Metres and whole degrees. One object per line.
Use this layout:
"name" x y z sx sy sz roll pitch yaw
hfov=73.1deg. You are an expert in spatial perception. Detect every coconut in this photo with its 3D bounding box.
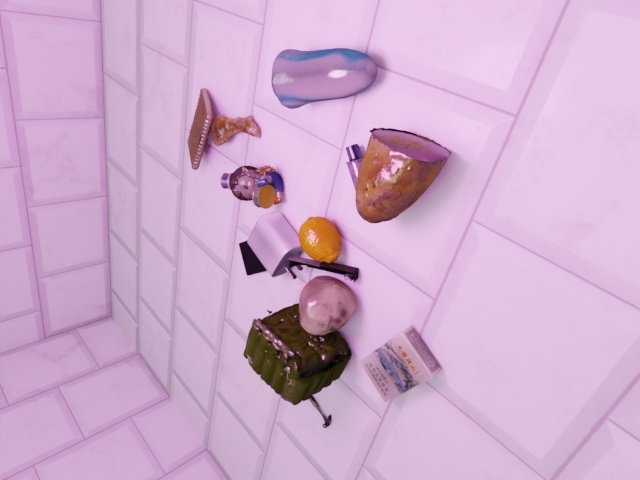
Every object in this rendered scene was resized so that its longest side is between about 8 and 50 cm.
"coconut" 0.020 0.226 1.527 0.224 0.224 0.224 17 115 42

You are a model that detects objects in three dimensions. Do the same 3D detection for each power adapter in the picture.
"power adapter" -0.160 0.039 1.711 0.255 0.124 0.187 53 134 20

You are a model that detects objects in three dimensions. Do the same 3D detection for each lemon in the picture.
"lemon" 0.000 0.000 1.523 0.187 0.142 0.142 57 135 13

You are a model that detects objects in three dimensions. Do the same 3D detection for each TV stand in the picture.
"TV stand" 0.009 0.100 1.553 0.256 0.049 0.040 11 112 22

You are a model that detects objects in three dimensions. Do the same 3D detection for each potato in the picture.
"potato" 0.200 -0.162 1.212 0.229 0.229 0.266 43 132 28

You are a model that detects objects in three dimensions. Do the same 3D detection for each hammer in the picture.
"hammer" -0.020 0.707 1.860 0.201 0.021 0.078 51 133 21

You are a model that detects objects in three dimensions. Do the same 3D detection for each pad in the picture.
"pad" -0.278 0.065 1.928 0.265 0.009 0.160 -15 89 47

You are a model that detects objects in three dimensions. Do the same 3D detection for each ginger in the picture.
"ginger" -0.362 -0.457 1.794 0.294 0.086 0.131 12 90 38

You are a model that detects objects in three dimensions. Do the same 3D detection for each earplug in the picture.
"earplug" 0.027 -0.501 1.321 0.323 0.185 0.185 12 111 37

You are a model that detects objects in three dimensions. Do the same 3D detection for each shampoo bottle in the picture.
"shampoo bottle" 0.131 -0.199 1.375 0.072 0.072 0.214 -17 90 47

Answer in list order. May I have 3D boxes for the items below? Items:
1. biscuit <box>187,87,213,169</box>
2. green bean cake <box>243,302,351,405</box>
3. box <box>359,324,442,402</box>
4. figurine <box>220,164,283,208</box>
"biscuit" -0.543 -0.500 1.954 0.325 0.044 0.217 -58 40 41
"green bean cake" -0.082 0.396 1.613 0.335 0.319 0.218 39 125 26
"box" 0.260 0.416 1.441 0.164 0.069 0.256 56 135 17
"figurine" -0.275 -0.218 1.722 0.275 0.158 0.161 15 153 41
